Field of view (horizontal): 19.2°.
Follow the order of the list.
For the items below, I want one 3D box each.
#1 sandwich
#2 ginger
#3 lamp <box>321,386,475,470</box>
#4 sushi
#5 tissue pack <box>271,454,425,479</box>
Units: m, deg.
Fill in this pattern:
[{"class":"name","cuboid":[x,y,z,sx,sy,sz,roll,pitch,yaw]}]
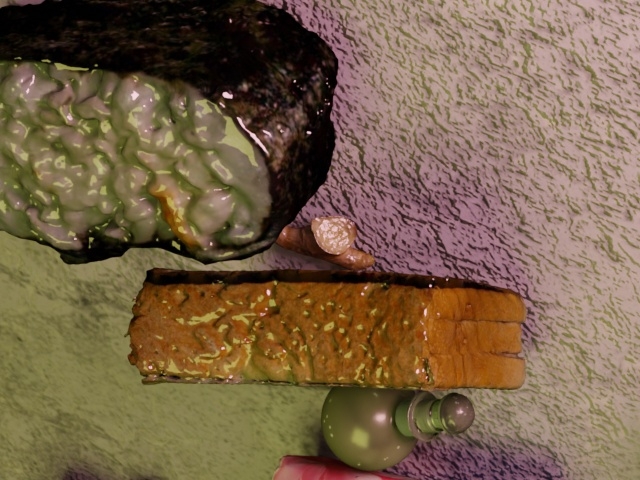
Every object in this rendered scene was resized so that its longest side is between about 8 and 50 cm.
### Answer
[{"class":"sandwich","cuboid":[0.016,0.075,1.546,0.273,0.249,0.095,0,86,27]},{"class":"ginger","cuboid":[0.001,0.000,1.624,0.097,0.030,0.048,18,134,12]},{"class":"lamp","cuboid":[0.074,0.154,1.654,0.163,0.091,0.091,-12,120,48]},{"class":"sushi","cuboid":[-0.148,-0.097,1.531,0.350,0.171,0.211,1,124,27]},{"class":"tissue pack","cuboid":[0.081,0.317,1.715,0.270,0.137,0.209,7,91,25]}]
